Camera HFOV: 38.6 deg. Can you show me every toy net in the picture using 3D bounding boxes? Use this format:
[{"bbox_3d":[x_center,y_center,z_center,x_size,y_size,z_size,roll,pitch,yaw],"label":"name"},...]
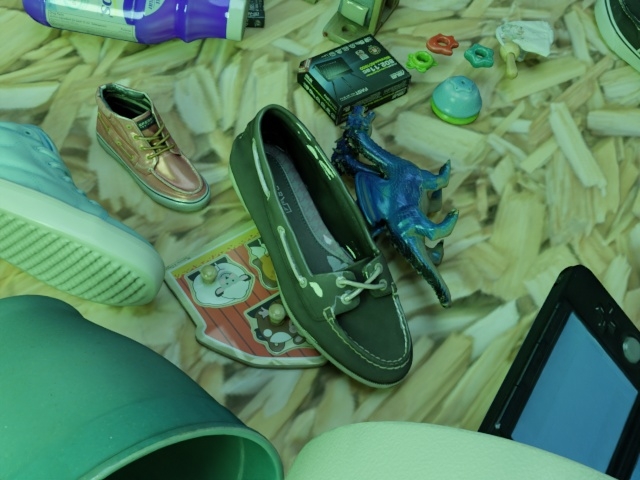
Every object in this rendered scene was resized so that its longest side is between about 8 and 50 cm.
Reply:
[{"bbox_3d":[0.223,-0.249,1.254,0.232,0.045,0.122,-34,64,-29],"label":"toy net"}]

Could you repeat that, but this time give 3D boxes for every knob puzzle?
[{"bbox_3d":[-0.053,0.058,0.999,0.213,0.030,0.213,4,54,-6],"label":"knob puzzle"}]

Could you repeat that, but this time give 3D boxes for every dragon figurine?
[{"bbox_3d":[0.077,-0.030,1.047,0.143,0.085,0.289,4,54,-5],"label":"dragon figurine"}]

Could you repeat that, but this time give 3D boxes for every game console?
[{"bbox_3d":[0.314,0.187,0.864,0.250,0.173,0.293,48,54,-16],"label":"game console"}]

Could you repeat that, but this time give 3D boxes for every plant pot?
[{"bbox_3d":[-0.213,0.187,0.758,0.271,0.272,0.255,-30,49,-26],"label":"plant pot"}]

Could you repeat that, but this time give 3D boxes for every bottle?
[{"bbox_3d":[-0.236,-0.317,1.191,0.282,0.092,0.118,11,87,-2],"label":"bottle"}]

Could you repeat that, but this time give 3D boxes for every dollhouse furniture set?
[{"bbox_3d":[0.013,-0.374,1.256,0.183,0.129,0.129,27,55,9],"label":"dollhouse furniture set"}]

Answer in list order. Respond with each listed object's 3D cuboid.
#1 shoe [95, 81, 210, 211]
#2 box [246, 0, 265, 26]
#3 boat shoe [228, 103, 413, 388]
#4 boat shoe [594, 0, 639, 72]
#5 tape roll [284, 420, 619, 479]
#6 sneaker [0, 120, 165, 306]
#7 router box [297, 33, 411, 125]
[{"bbox_3d":[-0.198,-0.110,1.065,0.178,0.081,0.063,39,58,19],"label":"shoe"},{"bbox_3d":[-0.120,-0.326,1.270,0.083,0.018,0.067,-1,55,-9],"label":"box"},{"bbox_3d":[0.000,0.000,0.976,0.112,0.095,0.335,-19,66,-30],"label":"boat shoe"},{"bbox_3d":[0.493,-0.271,1.269,0.113,0.105,0.306,-10,57,-16],"label":"boat shoe"},{"bbox_3d":[0.139,0.273,0.654,0.391,0.392,0.072,26,55,10],"label":"tape roll"},{"bbox_3d":[-0.310,-0.061,0.982,0.365,0.135,0.150,25,58,8],"label":"sneaker"},{"bbox_3d":[0.044,-0.213,1.202,0.122,0.038,0.092,-28,64,-25],"label":"router box"}]
